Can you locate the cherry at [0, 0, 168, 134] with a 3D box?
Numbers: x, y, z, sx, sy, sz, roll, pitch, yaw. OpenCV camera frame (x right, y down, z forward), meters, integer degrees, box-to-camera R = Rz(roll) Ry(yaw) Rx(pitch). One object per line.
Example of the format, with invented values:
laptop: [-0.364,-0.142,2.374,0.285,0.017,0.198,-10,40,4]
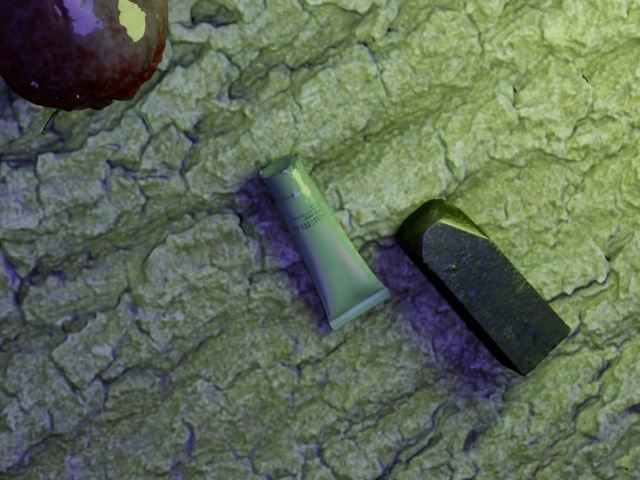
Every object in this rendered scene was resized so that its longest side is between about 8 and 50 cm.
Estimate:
cherry: [-0.262,-0.246,1.736,0.192,0.175,0.250,-28,107,4]

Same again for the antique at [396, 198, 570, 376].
antique: [0.180,0.046,1.956,0.080,0.081,0.221,-43,108,-6]

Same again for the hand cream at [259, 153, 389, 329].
hand cream: [0.000,0.000,1.916,0.078,0.050,0.205,-33,110,-8]
